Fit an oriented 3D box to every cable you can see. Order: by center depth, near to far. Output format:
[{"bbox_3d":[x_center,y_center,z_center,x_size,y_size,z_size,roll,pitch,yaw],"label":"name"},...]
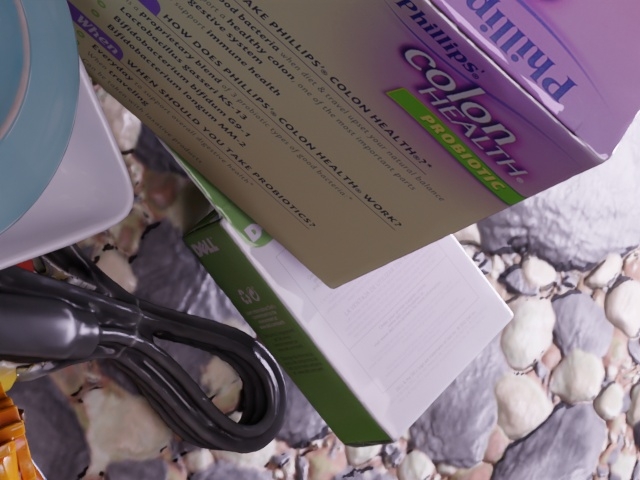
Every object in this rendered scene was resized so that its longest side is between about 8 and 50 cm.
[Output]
[{"bbox_3d":[-0.132,0.039,0.698,0.287,0.072,0.139,17,68,-50],"label":"cable"}]

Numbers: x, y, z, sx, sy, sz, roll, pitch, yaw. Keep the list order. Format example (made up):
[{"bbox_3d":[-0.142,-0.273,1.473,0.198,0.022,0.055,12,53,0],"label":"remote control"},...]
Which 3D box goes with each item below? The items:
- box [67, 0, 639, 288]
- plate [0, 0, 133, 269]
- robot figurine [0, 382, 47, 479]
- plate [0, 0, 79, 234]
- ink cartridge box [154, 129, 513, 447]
[{"bbox_3d":[0.007,-0.110,0.608,0.213,0.243,0.117,41,65,-10],"label":"box"},{"bbox_3d":[-0.245,-0.089,0.550,0.278,0.045,0.277,-24,93,-33],"label":"plate"},{"bbox_3d":[-0.180,0.218,0.619,0.211,0.085,0.291,-17,114,-20],"label":"robot figurine"},{"bbox_3d":[-0.181,-0.080,0.548,0.188,0.024,0.188,6,78,-32],"label":"plate"},{"bbox_3d":[0.000,0.000,0.756,0.109,0.062,0.209,-42,100,-26],"label":"ink cartridge box"}]
